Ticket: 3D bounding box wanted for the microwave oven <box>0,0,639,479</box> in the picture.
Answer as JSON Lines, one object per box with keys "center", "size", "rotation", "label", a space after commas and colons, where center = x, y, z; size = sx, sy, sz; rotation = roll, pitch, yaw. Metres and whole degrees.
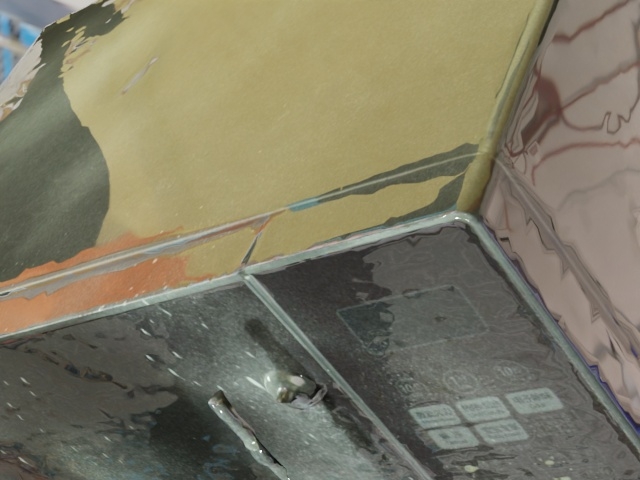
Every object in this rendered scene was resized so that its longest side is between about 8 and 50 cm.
{"center": [0.000, 0.000, 0.635], "size": [0.432, 0.374, 0.236], "rotation": [-14, 128, 40], "label": "microwave oven"}
